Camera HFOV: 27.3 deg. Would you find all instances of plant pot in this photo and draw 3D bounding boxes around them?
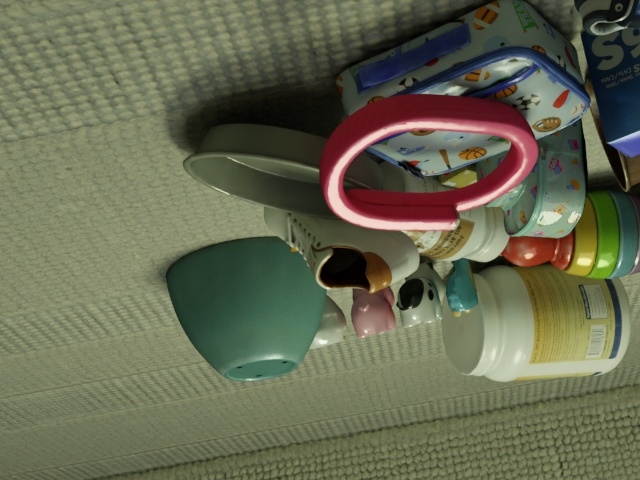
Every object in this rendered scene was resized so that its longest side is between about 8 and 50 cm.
[{"bbox_3d":[-0.118,0.138,2.331,0.290,0.195,0.290,-9,160,-3],"label":"plant pot"},{"bbox_3d":[0.474,-0.172,1.828,0.165,0.167,0.167,-19,159,7],"label":"plant pot"}]

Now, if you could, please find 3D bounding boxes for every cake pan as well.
[{"bbox_3d":[-0.041,-0.094,1.816,0.293,0.054,0.293,12,169,2],"label":"cake pan"}]

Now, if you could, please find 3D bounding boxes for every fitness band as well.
[{"bbox_3d":[0.136,-0.095,1.658,0.291,0.054,0.209,1,141,-25],"label":"fitness band"}]

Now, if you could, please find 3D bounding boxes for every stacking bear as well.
[{"bbox_3d":[0.442,-0.015,2.240,0.289,0.164,0.175,-2,159,-7],"label":"stacking bear"}]

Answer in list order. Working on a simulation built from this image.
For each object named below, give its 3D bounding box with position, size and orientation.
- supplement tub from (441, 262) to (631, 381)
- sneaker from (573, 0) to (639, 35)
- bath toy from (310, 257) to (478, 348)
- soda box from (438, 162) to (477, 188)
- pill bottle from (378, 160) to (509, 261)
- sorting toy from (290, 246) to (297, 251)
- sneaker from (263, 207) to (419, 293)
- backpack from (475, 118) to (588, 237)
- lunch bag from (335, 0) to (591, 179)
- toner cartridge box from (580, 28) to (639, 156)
[{"bbox_3d":[0.417,0.158,2.570,0.316,0.228,0.228,-1,158,-20],"label":"supplement tub"},{"bbox_3d":[0.353,-0.320,1.362,0.099,0.153,0.282,-4,160,-32],"label":"sneaker"},{"bbox_3d":[0.113,0.108,2.457,0.348,0.129,0.151,-15,178,16],"label":"bath toy"},{"bbox_3d":[0.259,-0.109,2.025,0.181,0.061,0.058,11,151,-42],"label":"soda box"},{"bbox_3d":[0.181,-0.038,2.049,0.229,0.131,0.131,15,149,-36],"label":"pill bottle"},{"bbox_3d":[0.114,-0.036,2.185,0.347,0.047,0.196,-3,152,-24],"label":"sorting toy"},{"bbox_3d":[0.000,0.000,1.969,0.290,0.106,0.123,21,-139,39],"label":"sneaker"},{"bbox_3d":[0.307,-0.097,1.897,0.144,0.188,0.166,-3,160,-17],"label":"backpack"},{"bbox_3d":[0.176,-0.189,1.710,0.303,0.115,0.243,-23,154,30],"label":"lunch bag"},{"bbox_3d":[0.506,-0.244,1.629,0.348,0.165,0.075,-23,156,31],"label":"toner cartridge box"}]
